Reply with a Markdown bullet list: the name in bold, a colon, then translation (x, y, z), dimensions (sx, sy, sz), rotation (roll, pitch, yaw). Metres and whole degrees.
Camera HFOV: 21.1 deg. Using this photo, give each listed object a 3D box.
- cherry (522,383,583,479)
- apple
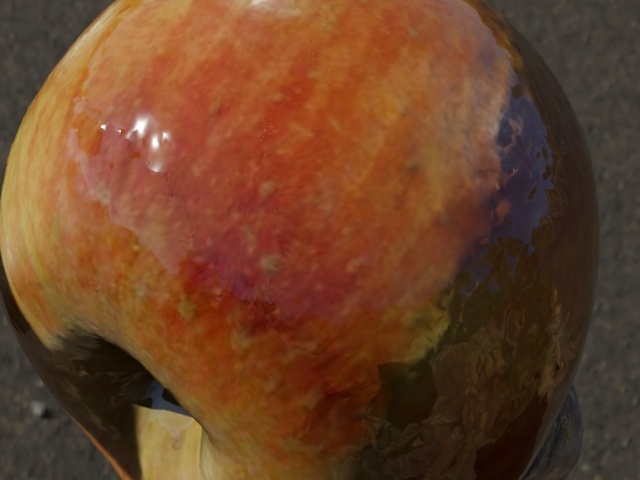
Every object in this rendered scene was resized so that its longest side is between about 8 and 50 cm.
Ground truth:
- **cherry**: translation (0.080, 0.113, 1.096), dimensions (0.176, 0.176, 0.140), rotation (-12, 47, -25)
- **apple**: translation (0.000, 0.000, 0.813), dimensions (0.301, 0.301, 0.301), rotation (7, 42, -7)
